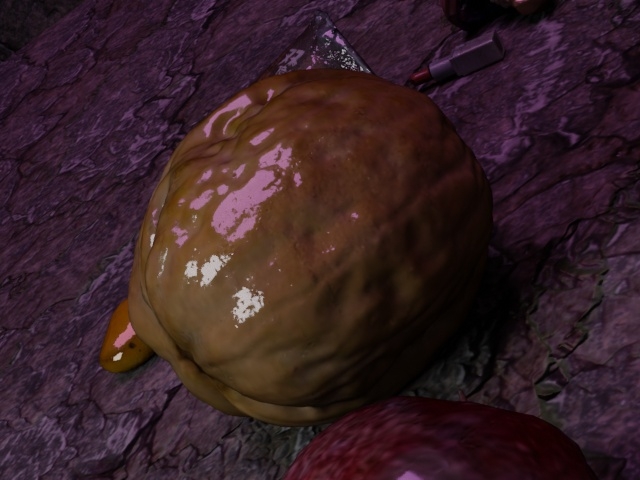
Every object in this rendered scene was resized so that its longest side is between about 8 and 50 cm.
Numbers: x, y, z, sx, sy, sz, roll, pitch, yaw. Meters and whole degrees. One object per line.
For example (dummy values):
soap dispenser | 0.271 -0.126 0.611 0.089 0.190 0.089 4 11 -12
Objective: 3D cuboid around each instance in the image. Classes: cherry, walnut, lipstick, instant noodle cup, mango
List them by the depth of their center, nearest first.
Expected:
cherry | 0.062 0.217 0.908 0.230 0.203 0.300 -6 50 44
walnut | -0.002 -0.003 1.303 0.344 0.306 0.306 -37 23 -22
instant noodle cup | -0.011 -0.114 1.627 0.207 0.217 0.217 -40 23 6
mango | -0.210 0.104 1.647 0.079 0.057 0.114 1 44 42
lipstick | 0.164 -0.218 1.798 0.129 0.030 0.030 -22 27 28

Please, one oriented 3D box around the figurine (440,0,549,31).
figurine | 0.223 -0.332 1.840 0.157 0.126 0.114 -7 79 49
